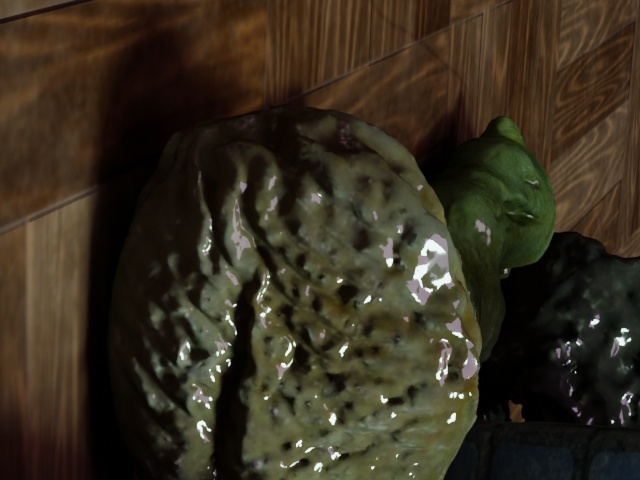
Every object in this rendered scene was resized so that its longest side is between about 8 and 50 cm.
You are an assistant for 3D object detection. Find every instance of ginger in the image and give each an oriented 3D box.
[{"bbox_3d":[0.096,0.015,1.241,0.137,0.089,0.290,66,28,-25],"label":"ginger"}]

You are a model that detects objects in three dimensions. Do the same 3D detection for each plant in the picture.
[{"bbox_3d":[0.201,0.117,1.438,0.204,0.178,0.234,66,47,-75],"label":"plant"}]

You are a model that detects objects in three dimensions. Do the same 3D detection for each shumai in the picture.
[{"bbox_3d":[-0.013,0.031,0.876,0.175,0.166,0.206,-98,-167,-78],"label":"shumai"}]

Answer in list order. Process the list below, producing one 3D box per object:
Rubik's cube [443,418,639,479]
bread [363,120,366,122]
[{"bbox_3d":[0.208,0.289,1.070,0.344,0.344,0.337,13,81,-31],"label":"Rubik's cube"},{"bbox_3d":[0.000,0.000,1.002,0.074,0.053,0.132,-26,124,-67],"label":"bread"}]
